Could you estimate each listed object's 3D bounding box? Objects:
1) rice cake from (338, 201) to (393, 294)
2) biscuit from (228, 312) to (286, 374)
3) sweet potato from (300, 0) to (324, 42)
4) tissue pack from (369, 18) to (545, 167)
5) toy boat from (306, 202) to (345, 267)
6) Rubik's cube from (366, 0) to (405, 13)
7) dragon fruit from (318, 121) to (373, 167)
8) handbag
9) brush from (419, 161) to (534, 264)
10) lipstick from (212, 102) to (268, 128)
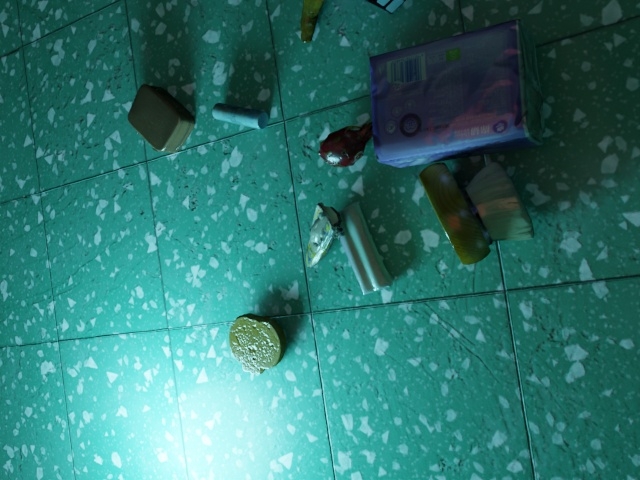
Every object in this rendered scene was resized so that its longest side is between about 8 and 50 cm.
[{"bbox_3d":[0.095,0.023,1.624,0.080,0.042,0.221,-29,78,27],"label":"rice cake"},{"bbox_3d":[-0.163,0.273,1.786,0.170,0.050,0.170,6,103,29],"label":"biscuit"},{"bbox_3d":[-0.011,-0.662,1.651,0.108,0.079,0.346,6,97,60],"label":"sweet potato"},{"bbox_3d":[0.287,-0.296,1.428,0.338,0.160,0.242,-5,84,30],"label":"tissue pack"},{"bbox_3d":[0.000,0.000,1.648,0.084,0.066,0.210,57,143,30],"label":"toy boat"},{"bbox_3d":[0.140,-0.630,1.507,0.163,0.162,0.160,-38,73,25],"label":"Rubik's cube"},{"bbox_3d":[0.082,-0.237,1.601,0.191,0.094,0.094,-32,75,16],"label":"dragon fruit"},{"bbox_3d":[-0.457,-0.341,1.930,0.193,0.072,0.151,40,110,22],"label":"handbag"},{"bbox_3d":[0.318,-0.088,1.429,0.166,0.174,0.266,-29,53,10],"label":"brush"},{"bbox_3d":[-0.213,-0.330,1.795,0.158,0.048,0.048,17,100,30],"label":"lipstick"}]
